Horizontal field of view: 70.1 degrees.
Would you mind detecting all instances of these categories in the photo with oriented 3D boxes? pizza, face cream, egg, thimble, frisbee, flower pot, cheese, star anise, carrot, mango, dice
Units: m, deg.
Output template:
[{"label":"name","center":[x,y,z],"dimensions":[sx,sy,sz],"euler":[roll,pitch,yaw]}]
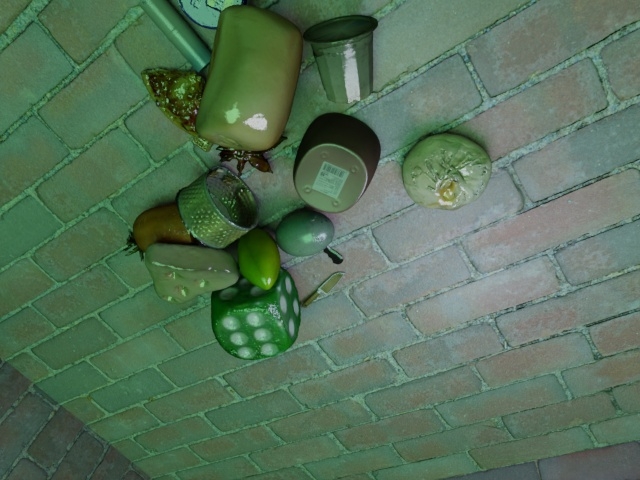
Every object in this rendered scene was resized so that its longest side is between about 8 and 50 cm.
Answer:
[{"label":"pizza","center":[-0.456,-0.468,1.489],"dimensions":[0.229,0.081,0.289],"euler":[-27,108,39]},{"label":"face cream","center":[-0.438,-0.642,1.404],"dimensions":[0.077,0.077,0.250],"euler":[-31,113,26]},{"label":"egg","center":[-0.058,-0.026,1.673],"dimensions":[0.237,0.169,0.169],"euler":[-15,119,34]},{"label":"thimble","center":[-0.358,-0.119,1.616],"dimensions":[0.150,0.270,0.271],"euler":[-31,112,25]},{"label":"frisbee","center":[0.000,0.000,1.777],"dimensions":[0.211,0.012,0.187],"euler":[14,123,2]},{"label":"flower pot","center":[0.065,-0.521,1.331],"dimensions":[0.213,0.212,0.202],"euler":[0,133,10]},{"label":"cheese","center":[-0.472,0.139,1.732],"dimensions":[0.329,0.129,0.351],"euler":[4,146,-6]},{"label":"star anise","center":[-0.254,-0.356,1.525],"dimensions":[0.237,0.148,0.346],"euler":[-30,112,2]},{"label":"face cream","center":[-0.303,-0.722,1.308],"dimensions":[0.206,0.111,0.205],"euler":[4,124,7]},{"label":"carrot","center":[-0.601,-0.036,1.758],"dimensions":[0.331,0.214,0.193],"euler":[-10,79,11]},{"label":"mango","center":[-0.224,0.077,1.680],"dimensions":[0.156,0.343,0.192],"euler":[-8,115,-10]},{"label":"dice","center":[-0.253,0.281,1.835],"dimensions":[0.287,0.300,0.297],"euler":[-7,120,12]}]

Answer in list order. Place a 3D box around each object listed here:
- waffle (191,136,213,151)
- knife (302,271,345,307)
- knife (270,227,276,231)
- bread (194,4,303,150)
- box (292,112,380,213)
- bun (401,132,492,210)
[{"label":"waffle","center":[-0.404,-0.383,1.601],"dimensions":[0.092,0.021,0.135],"euler":[33,121,-13]},{"label":"knife","center":[0.014,0.206,1.900],"dimensions":[0.046,0.022,0.256],"euler":[41,116,-8]},{"label":"knife","center":[-0.157,-0.027,1.792],"dimensions":[0.091,0.005,0.014],"euler":[26,122,-7]},{"label":"bread","center":[-0.193,-0.446,1.279],"dimensions":[0.253,0.348,0.375],"euler":[11,89,-14]},{"label":"box","center":[0.048,-0.244,1.493],"dimensions":[0.301,0.216,0.300],"euler":[4,121,7]},{"label":"bun","center":[0.405,-0.208,1.490],"dimensions":[0.288,0.146,0.287],"euler":[6,123,9]}]
